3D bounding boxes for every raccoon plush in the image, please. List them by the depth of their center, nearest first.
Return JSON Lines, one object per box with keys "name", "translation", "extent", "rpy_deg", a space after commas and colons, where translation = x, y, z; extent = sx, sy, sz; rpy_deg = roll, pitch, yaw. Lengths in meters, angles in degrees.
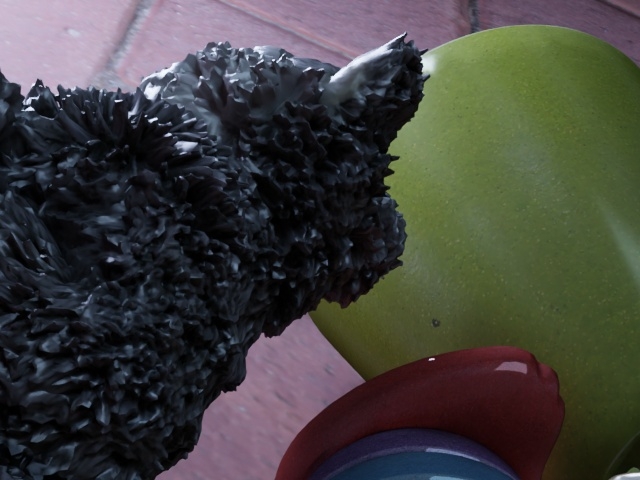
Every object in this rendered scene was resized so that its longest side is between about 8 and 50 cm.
{"name": "raccoon plush", "translation": [-0.056, 0.081, 0.938], "extent": [0.299, 0.216, 0.446], "rpy_deg": [-5, 61, -17]}

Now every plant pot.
{"name": "plant pot", "translation": [0.160, 0.055, 1.149], "extent": [0.275, 0.275, 0.293], "rpy_deg": [12, 26, -29]}

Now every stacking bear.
{"name": "stacking bear", "translation": [0.057, 0.198, 0.894], "extent": [0.164, 0.175, 0.289], "rpy_deg": [-7, 25, 1]}

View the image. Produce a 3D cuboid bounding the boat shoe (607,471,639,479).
{"name": "boat shoe", "translation": [0.243, 0.206, 0.923], "extent": [0.285, 0.103, 0.092], "rpy_deg": [26, 55, 27]}
